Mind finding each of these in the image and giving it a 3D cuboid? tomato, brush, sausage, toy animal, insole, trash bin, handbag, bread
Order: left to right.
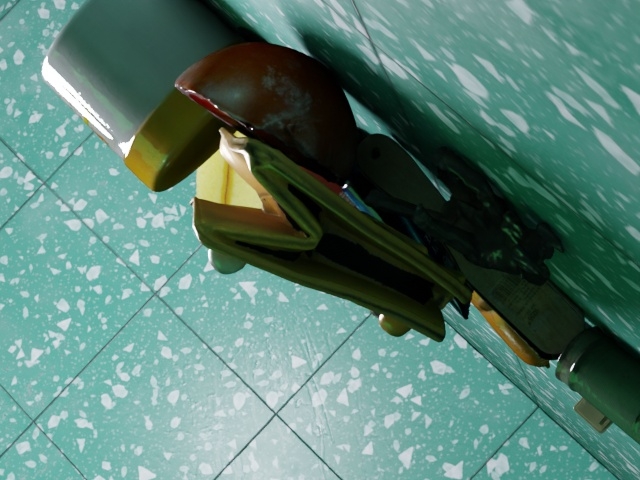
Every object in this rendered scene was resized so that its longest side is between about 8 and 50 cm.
[{"bbox_3d":[-0.166,-0.143,2.651,0.233,0.245,0.362,44,-178,23],"label":"bread"},{"bbox_3d":[-0.048,-0.156,1.438,0.228,0.112,0.199,29,179,45],"label":"tomato"},{"bbox_3d":[-0.050,-0.229,1.685,0.080,0.003,0.232,44,178,-36],"label":"insole"},{"bbox_3d":[0.000,0.000,1.424,0.283,0.133,0.401,25,-178,-9],"label":"handbag"},{"bbox_3d":[0.140,-0.013,1.277,0.148,0.084,0.233,43,175,-16],"label":"toy animal"},{"bbox_3d":[0.166,0.003,1.497,0.327,0.070,0.065,45,-171,6],"label":"brush"},{"bbox_3d":[0.270,0.116,1.893,0.183,0.054,0.062,46,146,-15],"label":"sausage"},{"bbox_3d":[0.434,0.273,2.110,0.061,0.043,0.092,43,179,15],"label":"trash bin"}]

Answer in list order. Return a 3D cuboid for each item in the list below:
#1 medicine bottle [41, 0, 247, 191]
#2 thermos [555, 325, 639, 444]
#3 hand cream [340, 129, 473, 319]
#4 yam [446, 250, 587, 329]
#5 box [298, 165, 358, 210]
[{"bbox_3d":[-0.222,-0.225,1.835,0.232,0.238,0.238,45,178,4],"label":"medicine bottle"},{"bbox_3d":[0.339,0.175,1.407,0.188,0.073,0.083,42,176,37],"label":"thermos"},{"bbox_3d":[0.104,-0.021,1.687,0.270,0.061,0.120,51,-160,-9],"label":"hand cream"},{"bbox_3d":[0.239,0.069,1.595,0.046,0.046,0.264,45,179,-43],"label":"yam"},{"bbox_3d":[-0.012,-0.116,1.932,0.182,0.099,0.133,45,179,-39],"label":"box"}]
